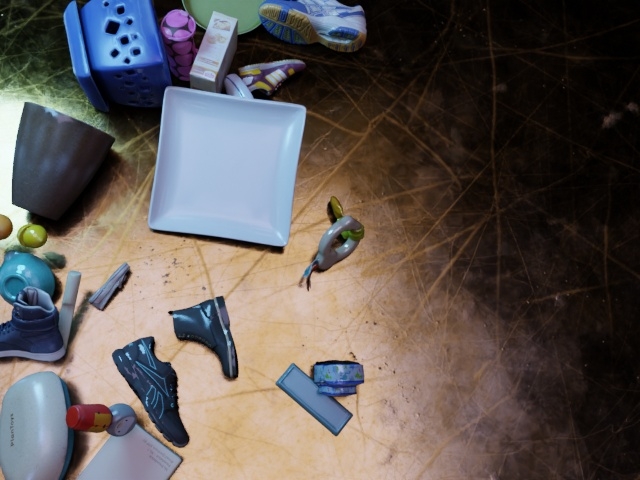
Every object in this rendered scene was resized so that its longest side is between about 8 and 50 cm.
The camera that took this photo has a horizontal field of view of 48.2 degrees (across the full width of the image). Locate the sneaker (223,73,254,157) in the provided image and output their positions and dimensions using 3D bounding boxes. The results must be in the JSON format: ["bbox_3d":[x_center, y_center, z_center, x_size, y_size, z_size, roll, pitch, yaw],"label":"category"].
[{"bbox_3d":[-0.203,-0.300,1.807,0.091,0.094,0.258,-20,79,-18],"label":"sneaker"}]

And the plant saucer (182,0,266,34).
[{"bbox_3d":[-0.252,-0.651,1.930,0.241,0.037,0.241,2,75,-9],"label":"plant saucer"}]

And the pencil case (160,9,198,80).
[{"bbox_3d":[-0.342,-0.487,1.777,0.095,0.209,0.098,31,75,2],"label":"pencil case"}]

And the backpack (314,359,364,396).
[{"bbox_3d":[0.047,0.317,1.653,0.105,0.114,0.084,2,78,-22],"label":"backpack"}]

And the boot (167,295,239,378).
[{"bbox_3d":[-0.270,0.237,1.662,0.137,0.077,0.198,-13,63,-8],"label":"boot"}]

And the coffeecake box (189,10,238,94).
[{"bbox_3d":[-0.269,-0.457,1.816,0.068,0.142,0.185,17,72,-3],"label":"coffeecake box"}]

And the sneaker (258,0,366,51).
[{"bbox_3d":[-0.020,-0.602,1.926,0.296,0.112,0.131,12,65,-15],"label":"sneaker"}]

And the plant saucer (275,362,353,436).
[{"bbox_3d":[-0.013,0.374,1.685,0.192,0.018,0.067,41,73,3],"label":"plant saucer"}]

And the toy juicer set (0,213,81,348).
[{"bbox_3d":[-0.649,0.068,1.616,0.329,0.089,0.209,36,102,-3],"label":"toy juicer set"}]

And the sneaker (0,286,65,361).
[{"bbox_3d":[-0.673,0.174,1.545,0.226,0.163,0.086,3,32,-2],"label":"sneaker"}]

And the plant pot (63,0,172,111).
[{"bbox_3d":[-0.488,-0.458,1.741,0.212,0.236,0.236,-13,77,-6],"label":"plant pot"}]

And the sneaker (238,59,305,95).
[{"bbox_3d":[-0.124,-0.426,1.877,0.185,0.069,0.084,-13,104,-20],"label":"sneaker"}]

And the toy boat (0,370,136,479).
[{"bbox_3d":[-0.534,0.396,1.488,0.318,0.148,0.267,-20,65,30],"label":"toy boat"}]

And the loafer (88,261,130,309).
[{"bbox_3d":[-0.487,0.107,1.678,0.039,0.045,0.125,44,79,-13],"label":"loafer"}]

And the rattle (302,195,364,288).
[{"bbox_3d":[0.000,0.000,1.769,0.143,0.130,0.200,45,99,16],"label":"rattle"}]

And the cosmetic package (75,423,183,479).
[{"bbox_3d":[-0.449,0.549,1.518,0.160,0.113,0.309,36,71,2],"label":"cosmetic package"}]

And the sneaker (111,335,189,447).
[{"bbox_3d":[-0.359,0.336,1.599,0.106,0.101,0.267,-32,82,-18],"label":"sneaker"}]

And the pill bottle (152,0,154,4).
[{"bbox_3d":[-0.465,-0.634,1.849,0.065,0.116,0.065,3,74,-9],"label":"pill bottle"}]

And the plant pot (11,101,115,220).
[{"bbox_3d":[-0.623,-0.172,1.664,0.215,0.215,0.230,21,87,-3],"label":"plant pot"}]

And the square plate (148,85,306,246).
[{"bbox_3d":[-0.226,-0.178,1.744,0.344,0.049,0.347,8,93,-3],"label":"square plate"}]
